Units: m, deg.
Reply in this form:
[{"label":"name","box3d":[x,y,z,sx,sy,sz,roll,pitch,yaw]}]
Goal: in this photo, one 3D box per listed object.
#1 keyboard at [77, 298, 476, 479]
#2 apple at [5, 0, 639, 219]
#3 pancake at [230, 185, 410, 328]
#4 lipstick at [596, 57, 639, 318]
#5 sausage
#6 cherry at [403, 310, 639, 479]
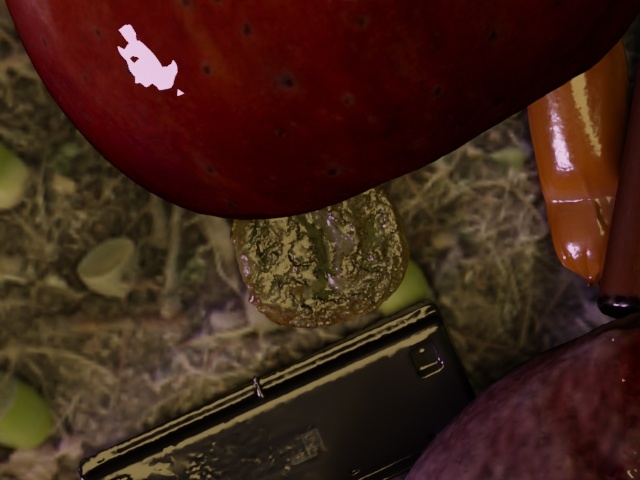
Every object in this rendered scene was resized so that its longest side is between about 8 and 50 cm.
[{"label":"keyboard","box3d":[-0.021,0.117,0.863,0.230,0.025,0.094,-24,102,-6]},{"label":"apple","box3d":[-0.003,-0.207,0.755,0.329,0.295,0.365,-22,96,-37]},{"label":"pancake","box3d":[-0.001,-0.001,0.855,0.108,0.017,0.108,-1,94,-11]},{"label":"lipstick","box3d":[0.210,-0.129,0.824,0.057,0.057,0.357,12,85,-10]},{"label":"sausage","box3d":[0.151,-0.065,0.855,0.062,0.054,0.183,-8,102,26]},{"label":"cherry","box3d":[0.146,0.180,0.799,0.230,0.203,0.300,20,102,29]}]
